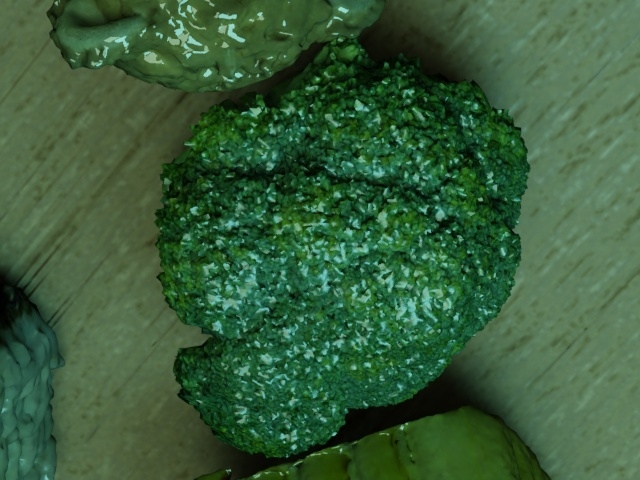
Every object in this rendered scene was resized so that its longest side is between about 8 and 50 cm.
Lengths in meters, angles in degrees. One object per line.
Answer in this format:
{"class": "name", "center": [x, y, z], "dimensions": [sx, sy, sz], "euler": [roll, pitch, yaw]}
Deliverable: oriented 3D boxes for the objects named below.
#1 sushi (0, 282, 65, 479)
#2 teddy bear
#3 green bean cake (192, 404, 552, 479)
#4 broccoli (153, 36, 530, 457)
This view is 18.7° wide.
{"class": "sushi", "center": [-0.280, 0.174, 1.287], "dimensions": [0.182, 0.196, 0.343], "euler": [17, 110, 15]}
{"class": "teddy bear", "center": [-0.084, -0.197, 1.069], "dimensions": [0.267, 0.256, 0.156], "euler": [-14, 150, -20]}
{"class": "green bean cake", "center": [0.046, 0.224, 1.271], "dimensions": [0.236, 0.124, 0.233], "euler": [-20, 146, 11]}
{"class": "broccoli", "center": [0.000, 0.000, 1.160], "dimensions": [0.269, 0.241, 0.261], "euler": [35, 96, -38]}
